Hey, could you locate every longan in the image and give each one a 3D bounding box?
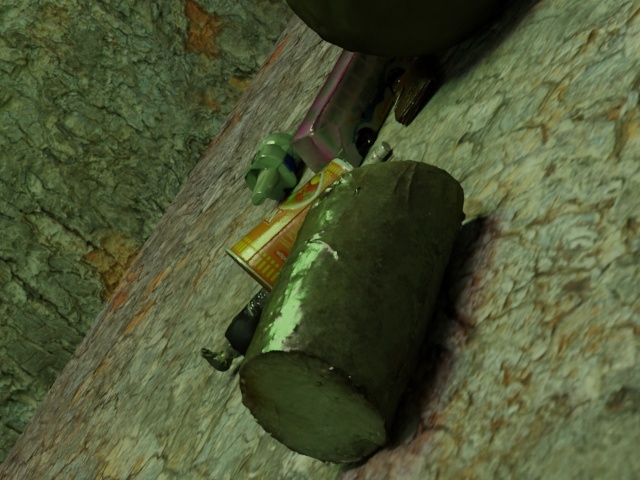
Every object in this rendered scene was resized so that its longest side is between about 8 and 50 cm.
[{"bbox_3d":[0.103,-0.475,1.605,0.404,0.404,0.436,-46,37,32],"label":"longan"}]

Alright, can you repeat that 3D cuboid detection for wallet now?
[{"bbox_3d":[0.144,-0.240,1.702,0.095,0.026,0.176,-52,14,22],"label":"wallet"}]

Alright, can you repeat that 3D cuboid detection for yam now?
[{"bbox_3d":[0.036,0.057,1.108,0.168,0.168,0.304,-38,24,49],"label":"yam"}]

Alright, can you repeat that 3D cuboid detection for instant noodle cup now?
[{"bbox_3d":[0.000,0.000,1.396,0.185,0.168,0.168,-48,14,-4],"label":"instant noodle cup"}]

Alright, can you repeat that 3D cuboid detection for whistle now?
[{"bbox_3d":[-0.088,-0.135,2.090,0.110,0.092,0.244,-45,15,29],"label":"whistle"}]

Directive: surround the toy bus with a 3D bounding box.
[{"bbox_3d":[0.056,-0.225,1.801,0.090,0.112,0.274,-18,38,56],"label":"toy bus"}]

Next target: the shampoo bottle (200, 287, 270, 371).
[{"bbox_3d":[-0.096,0.117,1.589,0.207,0.063,0.057,-48,4,29],"label":"shampoo bottle"}]

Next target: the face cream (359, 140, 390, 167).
[{"bbox_3d":[0.065,-0.102,1.655,0.115,0.020,0.038,-49,16,27],"label":"face cream"}]
